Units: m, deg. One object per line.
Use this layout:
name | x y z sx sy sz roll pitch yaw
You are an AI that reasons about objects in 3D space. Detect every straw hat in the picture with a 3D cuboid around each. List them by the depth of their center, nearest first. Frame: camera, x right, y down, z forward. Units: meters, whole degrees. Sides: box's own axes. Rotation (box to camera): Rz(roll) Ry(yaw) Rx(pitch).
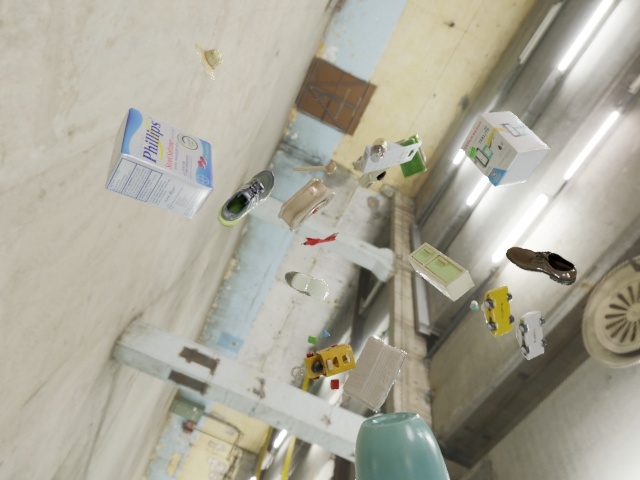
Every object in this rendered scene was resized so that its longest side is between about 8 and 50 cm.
straw hat | -0.373 -0.631 1.594 0.061 0.144 0.144 -21 -166 8

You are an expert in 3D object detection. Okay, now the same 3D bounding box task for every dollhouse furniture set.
dollhouse furniture set | 0.315 -0.348 2.083 0.302 0.151 0.197 -19 -167 22

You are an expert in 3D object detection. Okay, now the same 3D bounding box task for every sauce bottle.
sauce bottle | 0.152 -0.235 1.201 0.042 0.042 0.128 -62 -178 28

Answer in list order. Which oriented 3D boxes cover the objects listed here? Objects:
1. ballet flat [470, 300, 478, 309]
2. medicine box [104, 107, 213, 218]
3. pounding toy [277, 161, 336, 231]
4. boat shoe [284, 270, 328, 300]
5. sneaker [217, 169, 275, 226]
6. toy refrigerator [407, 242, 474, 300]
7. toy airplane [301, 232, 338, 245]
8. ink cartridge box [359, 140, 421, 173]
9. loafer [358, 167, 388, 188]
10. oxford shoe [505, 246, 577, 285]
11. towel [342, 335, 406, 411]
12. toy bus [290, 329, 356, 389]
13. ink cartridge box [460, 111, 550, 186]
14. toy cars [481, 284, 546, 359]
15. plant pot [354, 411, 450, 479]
ballet flat | 0.721 0.303 2.156 0.041 0.041 0.114 -65 155 -5
medicine box | -0.511 -0.246 1.483 0.149 0.289 0.263 -47 -142 30
pounding toy | -0.053 -0.173 1.647 0.269 0.155 0.154 -42 172 -6
boat shoe | -0.066 0.228 2.355 0.091 0.305 0.109 20 -99 40
sneaker | -0.288 -0.178 1.860 0.300 0.111 0.121 -50 -172 -20
toy refrigerator | 0.460 0.113 1.787 0.102 0.094 0.269 -37 -149 -4
toy airplane | 0.000 0.000 1.715 0.151 0.151 0.028 136 -57 -76
ink cartridge box | 0.225 -0.285 1.505 0.145 0.179 0.045 102 -32 -75
loafer | 0.274 -0.331 2.329 0.102 0.092 0.268 -42 171 -26
oxford shoe | 0.721 0.059 1.502 0.082 0.227 0.096 -53 144 -22
towel | 0.232 0.573 1.992 0.282 0.187 0.049 -62 154 -10
toy bus | 0.025 0.439 1.647 0.202 0.191 0.104 -62 -169 -16
ink cartridge box | 0.803 -0.406 2.025 0.270 0.197 0.198 61 -31 32
toy cars | 0.725 0.304 1.744 0.176 0.394 0.087 -56 -156 0
plant pot | 0.238 0.673 1.430 0.293 0.293 0.235 131 -51 -72
